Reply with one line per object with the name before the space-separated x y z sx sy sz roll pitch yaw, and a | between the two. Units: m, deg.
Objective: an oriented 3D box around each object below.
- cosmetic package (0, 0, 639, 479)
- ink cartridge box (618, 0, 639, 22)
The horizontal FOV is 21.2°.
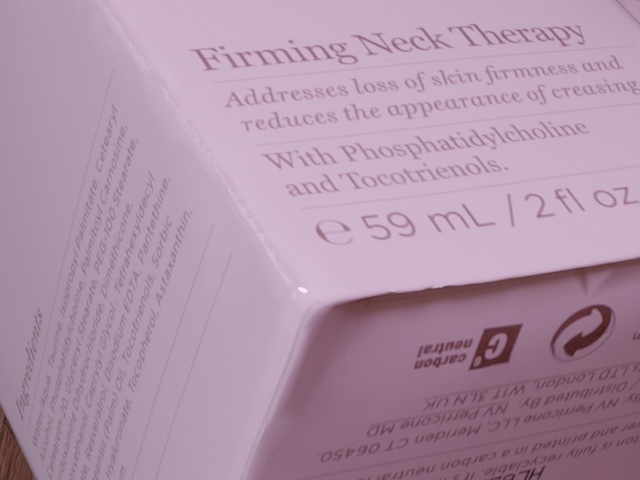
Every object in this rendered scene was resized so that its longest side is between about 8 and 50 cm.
cosmetic package | 0.000 0.000 1.006 0.393 0.329 0.327 55 140 37
ink cartridge box | 0.203 0.004 1.117 0.198 0.115 0.272 -54 51 41
